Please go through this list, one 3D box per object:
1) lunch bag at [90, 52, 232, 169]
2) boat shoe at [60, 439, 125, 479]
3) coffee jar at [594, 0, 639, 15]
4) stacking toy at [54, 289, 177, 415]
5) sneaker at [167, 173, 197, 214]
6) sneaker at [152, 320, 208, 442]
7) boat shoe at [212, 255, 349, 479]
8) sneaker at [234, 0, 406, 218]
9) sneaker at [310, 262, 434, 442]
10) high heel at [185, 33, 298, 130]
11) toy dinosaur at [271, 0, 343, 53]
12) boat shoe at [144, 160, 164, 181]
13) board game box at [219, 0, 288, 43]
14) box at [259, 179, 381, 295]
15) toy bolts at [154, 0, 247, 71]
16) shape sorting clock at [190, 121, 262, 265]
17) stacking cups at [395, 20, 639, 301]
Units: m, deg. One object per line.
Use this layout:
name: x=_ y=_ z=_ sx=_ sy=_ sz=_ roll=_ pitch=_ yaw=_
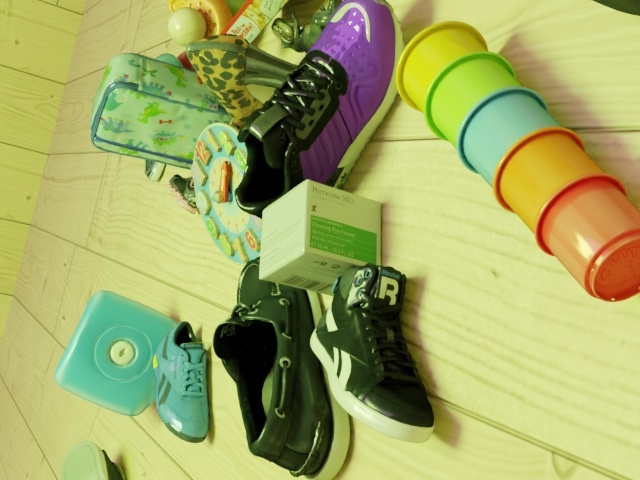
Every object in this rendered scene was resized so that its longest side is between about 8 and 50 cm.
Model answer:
lunch bag: x=-0.252 y=-0.198 z=1.374 sx=0.176 sy=0.219 sz=0.090 roll=-47 pitch=38 yaw=48
boat shoe: x=-0.358 y=0.464 z=1.407 sx=0.114 sy=0.091 sz=0.302 roll=-31 pitch=39 yaw=9
coffee jar: x=0.233 y=-0.263 z=0.633 sx=0.079 sy=0.096 sz=0.184 roll=-18 pitch=62 yaw=61
stacking toy: x=-0.361 y=0.208 z=1.487 sx=0.175 sy=0.165 sz=0.302 roll=-68 pitch=13 yaw=-19
sneaker: x=-0.226 y=-0.092 z=1.475 sx=0.057 sy=0.047 sz=0.119 roll=-54 pitch=36 yaw=10
sneaker: x=-0.198 y=0.201 z=1.249 sx=0.082 sy=0.069 sz=0.209 roll=-58 pitch=32 yaw=23
boat shoe: x=-0.068 y=0.127 z=0.991 sx=0.127 sy=0.113 sz=0.340 roll=-57 pitch=33 yaw=32
sneaker: x=-0.013 y=-0.139 z=0.954 sx=0.102 sy=0.146 sz=0.293 roll=41 pitch=121 yaw=31
sneaker: x=0.055 y=0.089 z=0.815 sx=0.217 sy=0.079 sz=0.121 roll=43 pitch=117 yaw=61
high heel: x=-0.137 y=-0.201 z=1.194 sx=0.261 sy=0.186 sz=0.093 roll=-30 pitch=52 yaw=54
toy dinosaur: x=0.009 y=-0.276 z=1.095 sx=0.268 sy=0.064 sz=0.118 roll=-131 pitch=42 yaw=-56
boat shoe: x=-0.348 y=-0.211 z=1.705 sx=0.065 sy=0.083 sz=0.183 roll=-20 pitch=61 yaw=58
board game box: x=-0.058 y=-0.363 z=1.215 sx=0.193 sy=0.045 sz=0.147 roll=-33 pitch=22 yaw=52
box: x=0.000 y=0.000 z=0.937 sx=0.102 sy=0.101 sz=0.087 roll=-31 pitch=50 yaw=51
toy bolts: x=-0.244 y=-0.336 z=1.410 sx=0.218 sy=0.158 sz=0.228 roll=47 pitch=126 yaw=19
shape sorting clock: x=-0.129 y=-0.063 z=1.203 sx=0.206 sy=0.040 sz=0.206 roll=27 pitch=122 yaw=52
stacking cups: x=0.154 y=-0.070 z=0.691 sx=0.096 sy=0.096 sz=0.316 roll=-60 pitch=32 yaw=28
